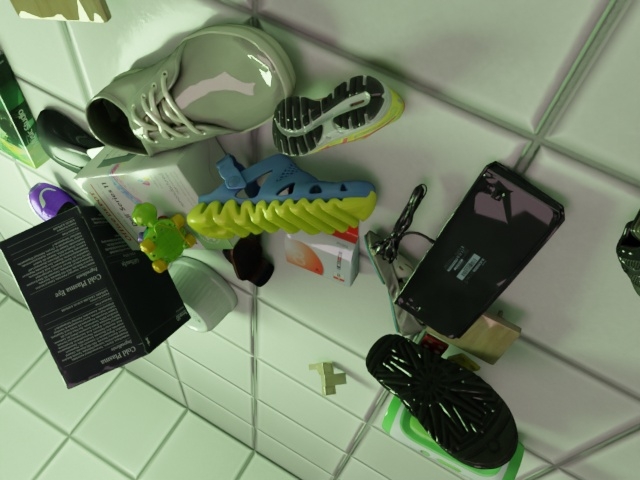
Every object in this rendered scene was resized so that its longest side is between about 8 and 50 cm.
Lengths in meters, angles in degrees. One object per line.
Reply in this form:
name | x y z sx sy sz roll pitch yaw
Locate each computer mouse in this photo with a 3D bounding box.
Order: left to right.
computer mouse | -0.534 -0.191 1.234 0.272 0.072 0.188 32 149 5

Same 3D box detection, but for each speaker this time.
speaker | 0.295 0.443 1.252 0.296 0.131 0.131 23 146 19

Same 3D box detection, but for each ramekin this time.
ramekin | -0.335 0.151 1.468 0.207 0.109 0.207 24 146 17

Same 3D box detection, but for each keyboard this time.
keyboard | 0.188 0.010 0.817 0.201 0.033 0.317 34 136 9

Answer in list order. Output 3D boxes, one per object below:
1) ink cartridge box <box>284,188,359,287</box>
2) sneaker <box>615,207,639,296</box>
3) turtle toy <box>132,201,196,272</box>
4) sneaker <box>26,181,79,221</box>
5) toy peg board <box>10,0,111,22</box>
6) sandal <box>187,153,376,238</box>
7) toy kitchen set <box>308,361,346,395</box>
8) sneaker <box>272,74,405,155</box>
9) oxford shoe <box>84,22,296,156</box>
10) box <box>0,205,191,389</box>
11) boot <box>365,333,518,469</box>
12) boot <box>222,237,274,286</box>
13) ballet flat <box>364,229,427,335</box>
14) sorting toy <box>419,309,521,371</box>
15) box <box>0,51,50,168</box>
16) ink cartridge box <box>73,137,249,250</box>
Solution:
ink cartridge box | 0.000 0.000 1.020 0.145 0.045 0.179 22 148 20
sneaker | 0.425 0.003 0.586 0.130 0.087 0.227 42 153 -24
turtle toy | -0.289 -0.012 0.994 0.066 0.095 0.130 23 145 39
sneaker | -0.658 -0.049 1.523 0.146 0.102 0.293 6 144 34
toy peg board | -0.396 -0.420 0.818 0.160 0.079 0.161 8 142 12
sandal | -0.066 -0.082 0.897 0.317 0.138 0.126 0 162 16
toy kitchen set | 0.020 0.364 1.467 0.068 0.083 0.075 3 164 -32
sneaker | 0.022 -0.158 0.745 0.208 0.094 0.082 -4 92 41
oxford shoe | -0.219 -0.212 0.863 0.449 0.130 0.169 0 132 40
box | -0.461 0.099 1.200 0.343 0.178 0.313 -70 -44 -87
boot | 0.258 0.326 1.042 0.260 0.131 0.348 49 173 -36
boot | -0.176 0.029 1.158 0.106 0.082 0.219 31 166 20
ballet flat | 0.138 0.069 0.963 0.068 0.072 0.213 -15 113 15
sorting toy | 0.264 0.146 0.964 0.132 0.046 0.275 27 147 13
box | -0.781 -0.332 1.290 0.232 0.058 0.322 27 148 13
ink cartridge box | -0.326 -0.088 1.089 0.353 0.119 0.207 -2 134 32
